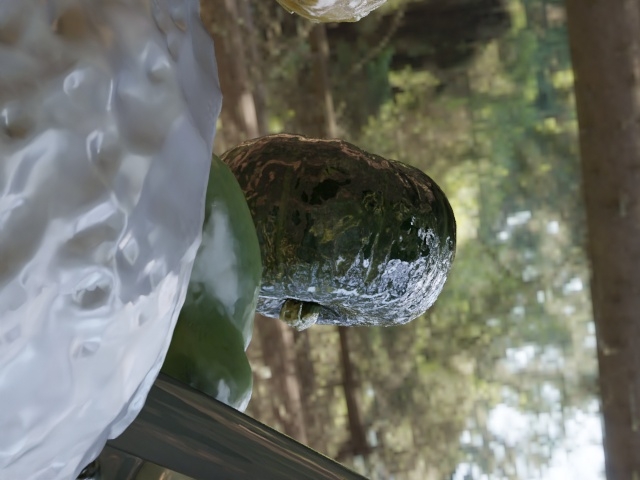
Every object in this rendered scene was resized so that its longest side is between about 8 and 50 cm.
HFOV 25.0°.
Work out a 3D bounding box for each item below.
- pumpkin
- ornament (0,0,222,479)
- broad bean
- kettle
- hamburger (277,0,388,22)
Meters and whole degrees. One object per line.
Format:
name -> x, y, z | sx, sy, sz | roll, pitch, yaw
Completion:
pumpkin -> 0.000, 0.000, 1.573 | 0.300, 0.207, 0.300 | 5, 167, 1
ornament -> -0.213, -0.031, 0.609 | 0.337, 0.337, 0.337 | -8, -162, 3
broad bean -> -0.115, 0.042, 1.071 | 0.100, 0.228, 0.169 | -2, 164, 42
kettle -> -0.066, 0.170, 0.903 | 0.243, 0.160, 0.210 | 20, 163, -1
hamburger -> 0.012, -0.331, 1.077 | 0.318, 0.319, 0.158 | -16, -151, -21
